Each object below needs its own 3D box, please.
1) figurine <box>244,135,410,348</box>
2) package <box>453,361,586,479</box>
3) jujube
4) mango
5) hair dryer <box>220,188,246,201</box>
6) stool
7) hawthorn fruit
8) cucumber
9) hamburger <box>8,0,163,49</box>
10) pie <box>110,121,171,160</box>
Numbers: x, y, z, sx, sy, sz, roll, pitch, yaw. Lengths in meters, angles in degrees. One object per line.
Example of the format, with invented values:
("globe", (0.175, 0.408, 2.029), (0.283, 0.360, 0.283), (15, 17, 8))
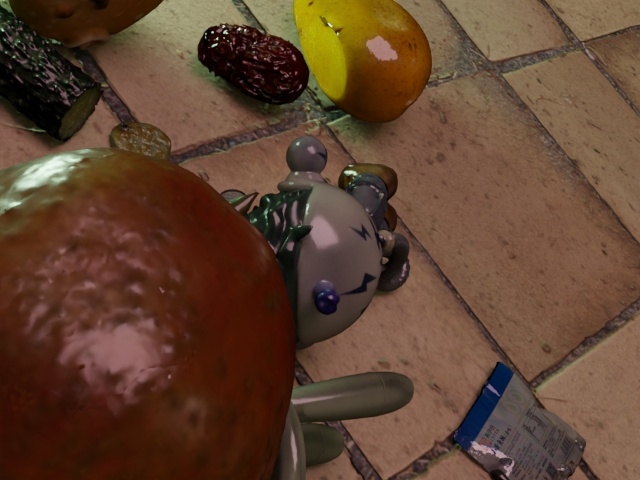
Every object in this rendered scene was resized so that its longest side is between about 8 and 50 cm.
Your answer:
("figurine", (-0.002, -0.003, 1.260), (0.382, 0.186, 0.261), (-49, 128, -66))
("package", (0.271, 0.266, 1.378), (0.173, 0.027, 0.171), (42, 46, 2))
("jujube", (-0.095, -0.261, 1.496), (0.166, 0.104, 0.104), (30, 44, -9))
("mango", (0.065, -0.308, 1.613), (0.191, 0.160, 0.290), (-13, 55, -34))
("hair dryer", (-0.178, -0.011, 1.281), (0.183, 0.044, 0.155), (14, 48, -20))
("stool", (-0.009, 0.244, 1.083), (0.198, 0.195, 0.195), (11, 50, -35))
("hawthorn fruit", (-0.190, 0.092, 0.911), (0.402, 0.403, 0.403), (19, 47, -22))
("cucumber", (-0.432, -0.266, 1.269), (0.359, 0.096, 0.096), (38, 43, 0))
("hamburger", (-0.305, -0.378, 1.308), (0.186, 0.261, 0.302), (61, 13, 21))
("pie", (-0.232, -0.125, 1.345), (0.085, 0.017, 0.085), (19, 46, -21))
